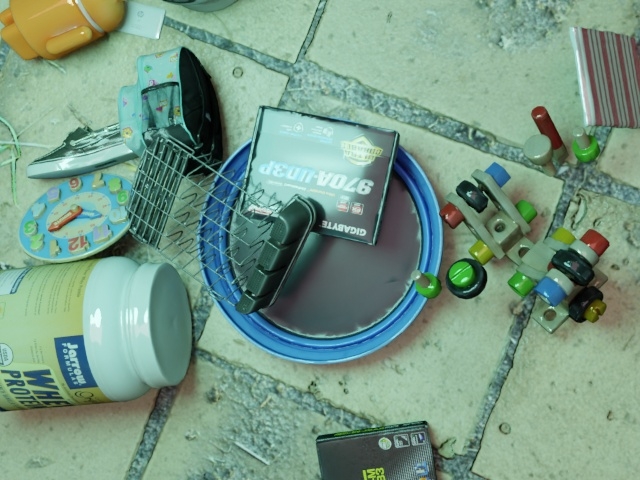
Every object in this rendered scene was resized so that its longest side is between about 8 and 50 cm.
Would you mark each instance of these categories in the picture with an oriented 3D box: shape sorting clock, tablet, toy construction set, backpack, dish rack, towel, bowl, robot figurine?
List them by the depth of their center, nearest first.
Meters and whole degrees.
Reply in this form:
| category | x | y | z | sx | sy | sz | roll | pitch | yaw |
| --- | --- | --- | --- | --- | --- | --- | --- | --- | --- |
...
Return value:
| category | x | y | z | sx | sy | sz | roll | pitch | yaw |
| --- | --- | --- | --- | --- | --- | --- | --- | --- | --- |
| towel | 0.423 | -0.234 | 1.130 | 0.029 | 0.197 | 0.144 | -11 | 87 | 46 |
| dish rack | -0.162 | -0.029 | 1.148 | 0.271 | 0.074 | 0.208 | 34 | 121 | 11 |
| toy construction set | 0.334 | -0.008 | 1.155 | 0.257 | 0.237 | 0.309 | 12 | 72 | 38 |
| backpack | -0.236 | -0.208 | 1.228 | 0.144 | 0.166 | 0.188 | -6 | 71 | 15 |
| bowl | 0.000 | 0.000 | 1.236 | 0.391 | 0.077 | 0.391 | 0 | 89 | 8 |
| shape sorting clock | -0.396 | -0.043 | 1.258 | 0.206 | 0.040 | 0.206 | -6 | 49 | 6 |
| robot figurine | -0.423 | -0.385 | 1.278 | 0.219 | 0.158 | 0.128 | -23 | 109 | 8 |
| tablet | -0.311 | -0.380 | 1.322 | 0.083 | 0.006 | 0.054 | 15 | 91 | 8 |

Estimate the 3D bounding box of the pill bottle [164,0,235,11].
| category | x | y | z | sx | sy | sz | roll | pitch | yaw |
| --- | --- | --- | --- | --- | --- | --- | --- | --- | --- |
| pill bottle | -0.219 | -0.470 | 1.128 | 0.210 | 0.363 | 0.210 | 0 | 90 | 8 |

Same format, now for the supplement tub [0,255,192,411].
| category | x | y | z | sx | sy | sz | roll | pitch | yaw |
| --- | --- | --- | --- | --- | --- | --- | --- | --- | --- |
| supplement tub | -0.384 | 0.146 | 1.215 | 0.316 | 0.228 | 0.228 | -7 | 88 | 9 |

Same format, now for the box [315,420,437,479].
| category | x | y | z | sx | sy | sz | roll | pitch | yaw |
| --- | --- | --- | --- | --- | --- | --- | --- | --- | --- |
| box | 0.097 | 0.397 | 1.234 | 0.184 | 0.045 | 0.190 | -9 | 88 | 6 |

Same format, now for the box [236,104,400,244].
| category | x | y | z | sx | sy | sz | roll | pitch | yaw |
| --- | --- | --- | --- | --- | --- | --- | --- | --- | --- |
| box | -0.003 | -0.100 | 1.173 | 0.220 | 0.051 | 0.175 | 13 | 92 | 9 |

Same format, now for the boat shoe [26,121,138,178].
| category | x | y | z | sx | sy | sz | roll | pitch | yaw |
| --- | --- | --- | --- | --- | --- | --- | --- | --- | --- |
| boat shoe | -0.393 | -0.156 | 1.301 | 0.219 | 0.078 | 0.070 | -15 | 88 | 0 |
